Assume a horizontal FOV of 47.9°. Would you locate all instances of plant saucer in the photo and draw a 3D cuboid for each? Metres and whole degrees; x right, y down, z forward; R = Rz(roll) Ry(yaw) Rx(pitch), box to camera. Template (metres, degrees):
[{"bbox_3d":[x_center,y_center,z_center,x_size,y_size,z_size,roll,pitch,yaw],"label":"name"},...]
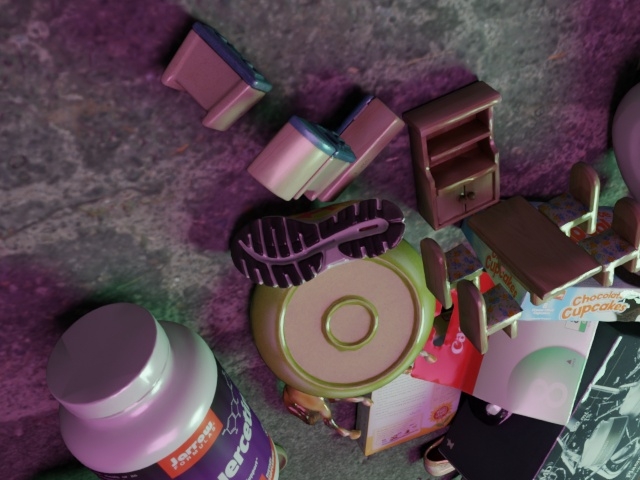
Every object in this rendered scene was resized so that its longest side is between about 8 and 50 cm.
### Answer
[{"bbox_3d":[0.034,0.097,0.898,0.240,0.037,0.241,-3,107,-11],"label":"plant saucer"}]

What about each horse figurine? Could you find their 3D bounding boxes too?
[{"bbox_3d":[0.028,0.175,0.990,0.174,0.066,0.263,32,117,-18],"label":"horse figurine"}]

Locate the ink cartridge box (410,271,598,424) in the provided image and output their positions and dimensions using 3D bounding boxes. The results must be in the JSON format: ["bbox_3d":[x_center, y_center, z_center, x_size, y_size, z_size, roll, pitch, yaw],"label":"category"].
[{"bbox_3d":[0.259,0.142,1.010,0.224,0.056,0.181,14,96,-4],"label":"ink cartridge box"}]

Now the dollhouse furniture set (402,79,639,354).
[{"bbox_3d":[0.204,-0.042,0.806,0.212,0.242,0.161,-25,134,-11],"label":"dollhouse furniture set"}]

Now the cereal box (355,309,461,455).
[{"bbox_3d":[0.144,0.222,1.126,0.172,0.047,0.240,-13,130,-20],"label":"cereal box"}]

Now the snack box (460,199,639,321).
[{"bbox_3d":[0.367,0.024,0.951,0.321,0.187,0.060,2,126,-17],"label":"snack box"}]

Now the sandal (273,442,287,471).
[{"bbox_3d":[-0.114,0.329,1.063,0.180,0.049,0.072,24,111,-41],"label":"sandal"}]

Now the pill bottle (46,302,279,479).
[{"bbox_3d":[-0.177,0.218,0.842,0.181,0.181,0.323,-29,135,-6],"label":"pill bottle"}]

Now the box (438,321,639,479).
[{"bbox_3d":[0.422,0.273,1.199,0.312,0.179,0.343,15,106,-37],"label":"box"}]

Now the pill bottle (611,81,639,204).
[{"bbox_3d":[0.619,-0.176,0.946,0.407,0.229,0.229,-25,134,-11],"label":"pill bottle"}]

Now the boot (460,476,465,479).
[{"bbox_3d":[0.315,0.419,1.383,0.190,0.069,0.086,-50,127,4],"label":"boot"}]

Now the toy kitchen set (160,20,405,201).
[{"bbox_3d":[-0.028,-0.139,0.722,0.122,0.166,0.207,-46,171,12],"label":"toy kitchen set"}]

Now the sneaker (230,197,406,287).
[{"bbox_3d":[0.000,0.000,0.822,0.208,0.094,0.082,-10,97,14],"label":"sneaker"}]

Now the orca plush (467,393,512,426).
[{"bbox_3d":[0.285,0.142,1.071,0.102,0.151,0.287,18,113,-39],"label":"orca plush"}]

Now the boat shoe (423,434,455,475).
[{"bbox_3d":[0.262,0.368,1.304,0.170,0.063,0.059,-29,141,-5],"label":"boat shoe"}]
